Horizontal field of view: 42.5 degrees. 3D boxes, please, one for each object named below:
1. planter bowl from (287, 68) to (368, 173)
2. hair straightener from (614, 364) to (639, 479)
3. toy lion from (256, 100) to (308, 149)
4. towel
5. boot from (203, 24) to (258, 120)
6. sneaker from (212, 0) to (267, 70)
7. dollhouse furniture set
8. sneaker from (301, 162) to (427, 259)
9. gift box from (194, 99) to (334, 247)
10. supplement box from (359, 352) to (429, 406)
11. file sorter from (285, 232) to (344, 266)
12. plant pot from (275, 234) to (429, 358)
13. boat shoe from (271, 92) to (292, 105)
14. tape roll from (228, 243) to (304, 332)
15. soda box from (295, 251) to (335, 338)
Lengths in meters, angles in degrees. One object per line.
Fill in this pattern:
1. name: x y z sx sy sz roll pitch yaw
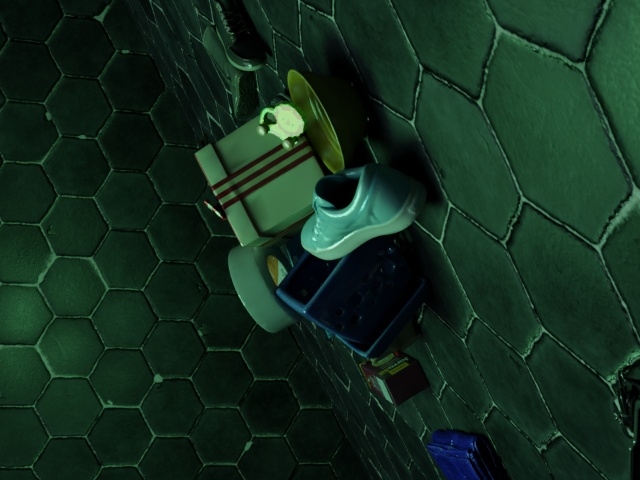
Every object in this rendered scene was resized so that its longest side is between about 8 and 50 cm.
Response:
1. planter bowl: 0.028 -0.237 1.542 0.217 0.090 0.217 60 170 18
2. hair straightener: 0.424 0.259 1.125 0.089 0.047 0.231 39 154 60
3. toy lion: -0.071 -0.230 1.587 0.100 0.034 0.096 29 137 16
4. towel: 0.361 0.563 1.955 0.228 0.076 0.308 62 167 4
5. boot: -0.250 -0.453 2.229 0.208 0.076 0.190 47 147 29
6. sneaker: -0.199 -0.493 1.920 0.222 0.083 0.118 54 165 35
7. dollhouse furniture set: 0.115 0.173 1.965 0.259 0.135 0.262 41 156 58
8. sneaker: 0.038 -0.071 1.534 0.150 0.135 0.366 30 151 -21
9. gift box: -0.107 -0.141 1.766 0.276 0.258 0.255 62 -167 14
10. supplement box: 0.188 0.347 2.117 0.081 0.104 0.188 65 167 -11
11. file sorter: 0.000 0.000 1.923 0.104 0.170 0.118 -107 0 -49
12. plant pot: 0.076 0.100 1.722 0.212 0.236 0.236 41 173 -17
13. boat shoe: -0.055 -0.226 1.924 0.255 0.079 0.095 61 168 4
14. tape roll: -0.119 0.097 1.875 0.219 0.072 0.219 55 -163 -26
15. soda box: 0.009 0.124 1.985 0.071 0.067 0.210 73 173 -62
